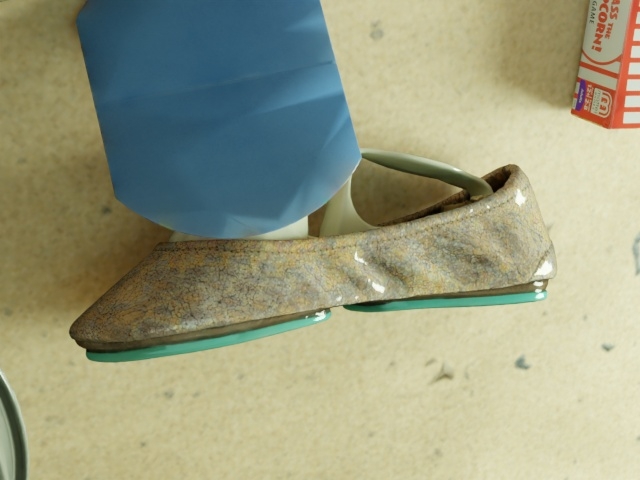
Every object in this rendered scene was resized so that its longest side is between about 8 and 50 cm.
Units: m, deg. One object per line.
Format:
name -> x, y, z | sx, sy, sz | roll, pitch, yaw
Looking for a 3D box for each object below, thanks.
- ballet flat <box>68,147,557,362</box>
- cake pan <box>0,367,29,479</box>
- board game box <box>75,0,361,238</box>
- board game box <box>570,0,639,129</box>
ballet flat -> 0.000, 0.000, 0.704 | 0.316, 0.107, 0.106 | -6, 92, -30
cake pan -> -0.298, 0.153, 0.631 | 0.293, 0.054, 0.293 | -10, 114, -23
board game box -> -0.057, -0.080, 0.647 | 0.133, 0.033, 0.168 | -13, 81, -12
board game box -> 0.269, -0.152, 0.795 | 0.193, 0.045, 0.146 | -5, 112, -25
